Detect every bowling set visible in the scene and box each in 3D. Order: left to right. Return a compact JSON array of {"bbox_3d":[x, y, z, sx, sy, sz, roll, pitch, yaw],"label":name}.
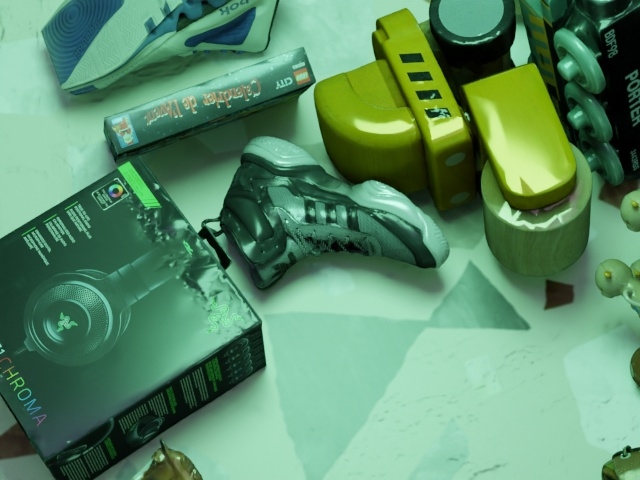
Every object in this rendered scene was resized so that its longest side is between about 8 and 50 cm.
[{"bbox_3d":[0.354,0.046,1.691,0.154,0.287,0.200,43,107,25],"label":"bowling set"}]

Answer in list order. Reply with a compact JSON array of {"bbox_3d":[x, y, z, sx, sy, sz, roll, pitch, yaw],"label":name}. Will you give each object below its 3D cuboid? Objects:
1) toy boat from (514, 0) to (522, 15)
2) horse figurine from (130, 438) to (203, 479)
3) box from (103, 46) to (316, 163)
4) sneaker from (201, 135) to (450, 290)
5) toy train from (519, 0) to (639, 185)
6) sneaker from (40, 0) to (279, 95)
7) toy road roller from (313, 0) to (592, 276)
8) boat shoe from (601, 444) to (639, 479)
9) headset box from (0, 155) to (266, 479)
[{"bbox_3d":[0.325,-0.326,1.854,0.318,0.267,0.148,24,72,-21],"label":"toy boat"},{"bbox_3d":[-0.118,0.349,1.620,0.263,0.066,0.174,36,77,19],"label":"horse figurine"},{"bbox_3d":[-0.128,-0.150,1.798,0.233,0.159,0.044,-21,91,-8],"label":"box"},{"bbox_3d":[0.000,0.000,1.762,0.269,0.101,0.153,27,69,20],"label":"sneaker"},{"bbox_3d":[0.296,-0.199,1.728,0.142,0.334,0.190,-34,55,-5],"label":"toy train"},{"bbox_3d":[-0.154,-0.255,1.872,0.316,0.182,0.127,-29,62,20],"label":"sneaker"},{"bbox_3d":[0.136,-0.104,1.750,0.241,0.202,0.329,-21,65,-1],"label":"toy road roller"},{"bbox_3d":[0.335,0.251,1.625,0.104,0.110,0.307,33,70,14],"label":"boat shoe"},{"bbox_3d":[-0.224,0.085,1.708,0.283,0.131,0.246,-32,69,-13],"label":"headset box"}]
